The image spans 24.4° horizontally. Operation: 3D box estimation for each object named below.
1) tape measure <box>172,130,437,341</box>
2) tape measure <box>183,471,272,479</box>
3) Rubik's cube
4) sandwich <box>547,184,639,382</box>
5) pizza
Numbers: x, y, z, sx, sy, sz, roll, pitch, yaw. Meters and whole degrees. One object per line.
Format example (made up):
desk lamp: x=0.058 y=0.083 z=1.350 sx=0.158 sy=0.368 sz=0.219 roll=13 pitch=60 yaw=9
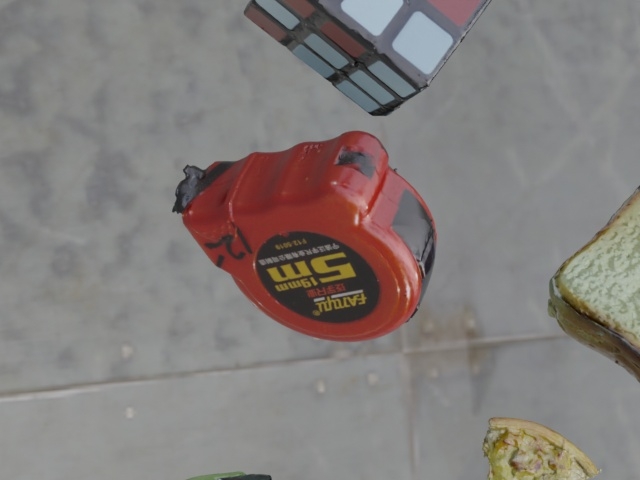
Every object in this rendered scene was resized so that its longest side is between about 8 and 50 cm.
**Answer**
tape measure: x=0.001 y=0.000 z=1.653 sx=0.260 sy=0.253 sz=0.114 roll=55 pitch=40 yaw=-32
tape measure: x=-0.091 y=0.220 z=0.800 sx=0.087 sy=0.154 sz=0.177 roll=-91 pitch=174 yaw=-74
Rubik's cube: x=0.053 y=-0.218 z=1.241 sx=0.163 sy=0.162 sz=0.160 roll=38 pitch=79 yaw=-9
sandwich: x=0.477 y=0.078 z=1.926 sx=0.271 sy=0.301 sz=0.099 roll=-43 pitch=150 yaw=-16
pizza: x=0.206 y=0.235 z=1.455 sx=0.026 sy=0.123 sz=0.108 roll=86 pitch=29 yaw=-86
